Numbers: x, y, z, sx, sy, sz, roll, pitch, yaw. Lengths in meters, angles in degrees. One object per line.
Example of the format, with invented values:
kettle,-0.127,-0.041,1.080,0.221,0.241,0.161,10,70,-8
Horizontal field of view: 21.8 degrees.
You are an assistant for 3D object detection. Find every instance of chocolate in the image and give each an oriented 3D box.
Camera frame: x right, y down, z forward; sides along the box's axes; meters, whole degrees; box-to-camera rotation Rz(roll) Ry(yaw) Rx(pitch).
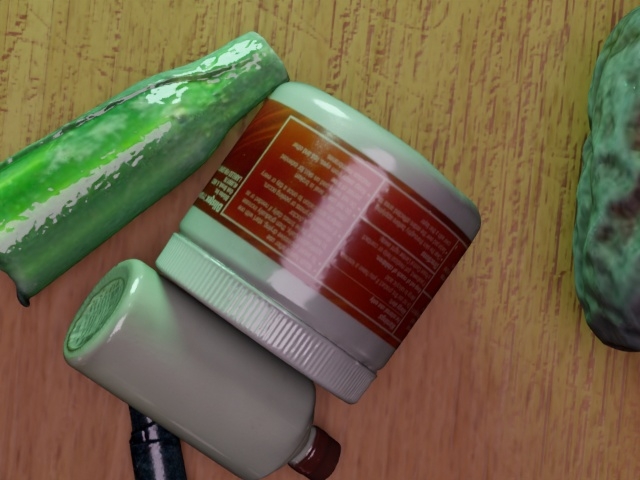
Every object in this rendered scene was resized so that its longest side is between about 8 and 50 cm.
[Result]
chocolate,-0.157,-0.073,1.377,0.291,0.110,0.110,-36,91,-6

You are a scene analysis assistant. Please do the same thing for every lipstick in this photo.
lipstick,-0.136,0.165,1.397,0.053,0.053,0.234,-8,86,-3

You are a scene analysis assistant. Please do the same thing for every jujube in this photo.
jujube,0.316,-0.047,1.347,0.226,0.226,0.317,6,91,-3

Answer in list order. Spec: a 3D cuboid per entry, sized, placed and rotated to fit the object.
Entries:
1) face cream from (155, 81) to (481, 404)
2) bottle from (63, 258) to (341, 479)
face cream,0.000,0.000,1.330,0.201,0.201,0.187,35,88,-2
bottle,-0.084,0.120,1.354,0.245,0.104,0.104,36,87,-22
